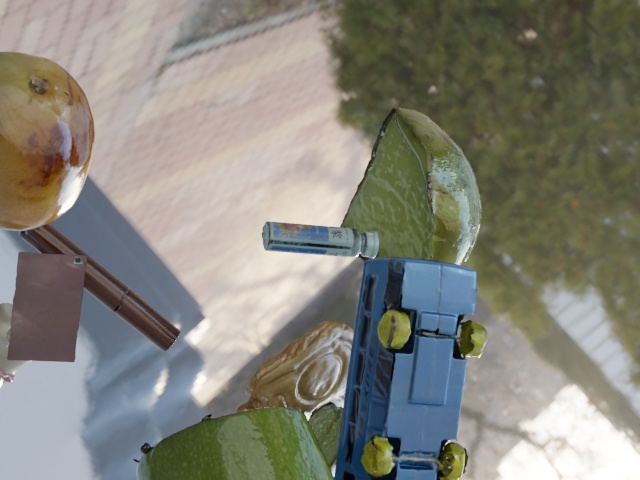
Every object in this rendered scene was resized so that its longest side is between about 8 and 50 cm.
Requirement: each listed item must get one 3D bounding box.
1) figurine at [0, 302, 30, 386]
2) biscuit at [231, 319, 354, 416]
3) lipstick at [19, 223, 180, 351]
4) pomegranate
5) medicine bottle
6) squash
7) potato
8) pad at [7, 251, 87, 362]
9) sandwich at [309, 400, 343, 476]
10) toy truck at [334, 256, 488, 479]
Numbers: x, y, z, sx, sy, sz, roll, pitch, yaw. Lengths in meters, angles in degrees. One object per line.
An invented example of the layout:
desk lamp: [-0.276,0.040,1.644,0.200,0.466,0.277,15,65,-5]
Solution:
figurine: [-0.639,0.233,2.280,0.235,0.127,0.155,-47,-149,4]
biscuit: [-0.018,0.262,2.089,0.376,0.051,0.269,-29,139,-26]
lipstick: [-0.416,0.082,2.277,0.057,0.356,0.057,-45,-167,14]
pomegranate: [-0.538,-0.165,2.072,0.319,0.319,0.319,-41,173,-6]
medicine bottle: [0.000,0.000,1.988,0.191,0.051,0.051,5,154,-17]
squash: [-0.057,0.295,1.083,0.189,0.261,0.189,-16,154,-8]
potato: [0.213,-0.045,2.204,0.212,0.280,0.330,-3,134,-27]
pad: [-0.451,0.111,1.981,0.006,0.113,0.188,-143,-121,-64]
sandwich: [0.009,0.372,2.084,0.088,0.090,0.244,-38,153,-26]
toy truck: [0.128,0.218,1.772,0.161,0.385,0.162,7,179,-26]
